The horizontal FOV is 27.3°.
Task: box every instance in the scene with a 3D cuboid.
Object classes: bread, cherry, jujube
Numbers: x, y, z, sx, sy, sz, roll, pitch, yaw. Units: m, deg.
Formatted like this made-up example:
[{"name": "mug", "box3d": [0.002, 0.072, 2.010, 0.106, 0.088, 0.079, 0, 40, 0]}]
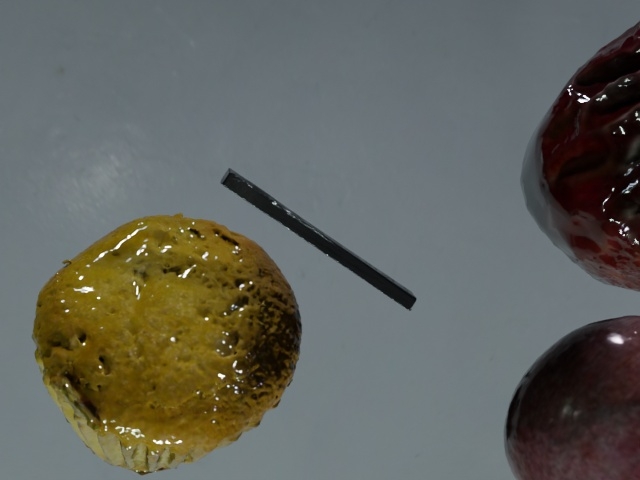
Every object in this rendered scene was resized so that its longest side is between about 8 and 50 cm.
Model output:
[{"name": "bread", "box3d": [-0.131, 0.089, 1.150, 0.239, 0.139, 0.240, 3, 54, -4]}, {"name": "cherry", "box3d": [0.122, 0.133, 0.655, 0.107, 0.090, 0.226, 38, 108, 32]}, {"name": "jujube", "box3d": [0.335, -0.089, 1.038, 0.258, 0.376, 0.258, 16, 65, -39]}]

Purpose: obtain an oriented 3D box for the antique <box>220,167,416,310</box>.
[{"name": "antique", "box3d": [0.000, 0.000, 1.089, 0.192, 0.031, 0.015, 34, 93, -12]}]
